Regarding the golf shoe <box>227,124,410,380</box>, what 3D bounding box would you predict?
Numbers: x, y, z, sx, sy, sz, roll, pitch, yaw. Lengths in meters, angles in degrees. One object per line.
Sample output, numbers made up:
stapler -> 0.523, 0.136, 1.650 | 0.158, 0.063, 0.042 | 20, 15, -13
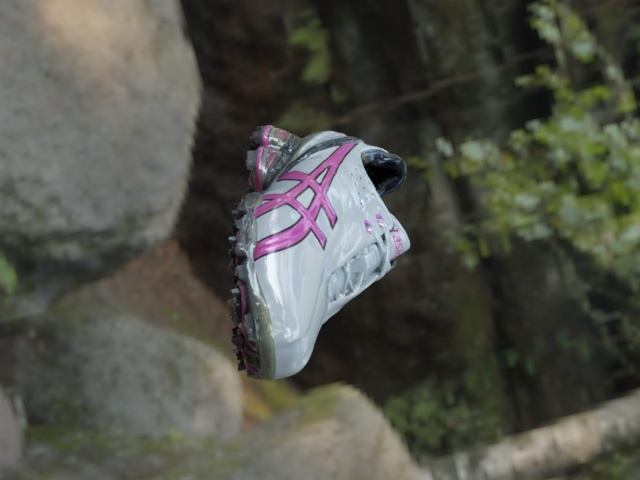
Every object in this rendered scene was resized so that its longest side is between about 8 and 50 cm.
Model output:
golf shoe -> 0.000, 0.000, 0.893 | 0.186, 0.086, 0.067 | -80, 171, -54
